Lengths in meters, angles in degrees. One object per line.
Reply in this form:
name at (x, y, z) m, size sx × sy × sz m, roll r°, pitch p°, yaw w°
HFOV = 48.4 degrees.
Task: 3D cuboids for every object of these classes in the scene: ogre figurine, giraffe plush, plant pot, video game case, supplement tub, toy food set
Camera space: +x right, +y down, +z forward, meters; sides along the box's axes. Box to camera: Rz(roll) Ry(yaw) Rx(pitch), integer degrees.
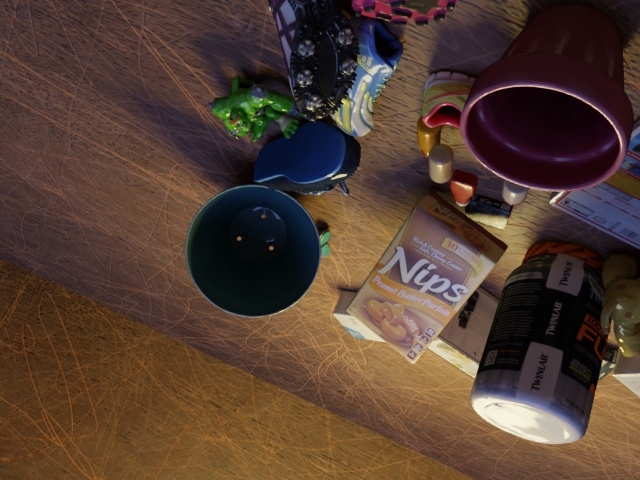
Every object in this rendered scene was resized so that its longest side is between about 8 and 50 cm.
ogre figurine at (-0.121, -0.237, 1.298) m, size 0.118 × 0.097 × 0.197 m, roll 25°, pitch 176°, yaw -43°
giraffe plush at (0.583, 0.093, 1.224) m, size 0.170 × 0.181 × 0.210 m, roll -14°, pitch 153°, yaw 36°
plant pot at (-0.147, 0.005, 1.607) m, size 0.290 × 0.290 × 0.195 m, roll 29°, pitch -170°, yaw -8°
video game case at (0.516, -0.082, 1.104) m, size 0.204 × 0.025 × 0.285 m, roll 27°, pitch 154°, yaw -2°
plant pot at (0.301, -0.192, 0.908) m, size 0.201 × 0.180 × 0.201 m, roll 20°, pitch 154°, yaw 11°
supplement tub at (0.420, 0.184, 1.322) m, size 0.207 × 0.338 × 0.207 m, roll 19°, pitch 153°, yaw 10°
toy food set at (0.261, -0.117, 1.169) m, size 0.232 × 0.111 × 0.104 m, roll 17°, pitch 165°, yaw 14°

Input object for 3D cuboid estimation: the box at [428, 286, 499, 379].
box at (0.350, 0.207, 1.625) m, size 0.290 × 0.169 × 0.087 m, roll 33°, pitch 155°, yaw -20°

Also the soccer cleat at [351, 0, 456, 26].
soccer cleat at (0.137, -0.353, 0.857) m, size 0.116 × 0.143 × 0.331 m, roll 5°, pitch -177°, yaw -21°

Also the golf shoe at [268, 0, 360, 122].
golf shoe at (-0.017, -0.306, 0.995) m, size 0.120 × 0.105 × 0.273 m, roll 44°, pitch 146°, yaw 53°

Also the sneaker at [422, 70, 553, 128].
sneaker at (0.246, -0.192, 1.055) m, size 0.208 × 0.094 × 0.081 m, roll 8°, pitch 148°, yaw 29°

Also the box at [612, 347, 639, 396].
box at (0.665, 0.194, 1.309) m, size 0.119 × 0.181 × 0.182 m, roll 37°, pitch 152°, yaw -21°

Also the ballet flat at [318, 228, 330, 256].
ballet flat at (0.000, 0.000, 1.689) m, size 0.041 × 0.041 × 0.114 m, roll 19°, pitch 152°, yaw 12°

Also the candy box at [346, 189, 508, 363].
candy box at (0.202, 0.078, 1.413) m, size 0.183 × 0.087 × 0.316 m, roll 37°, pitch 129°, yaw 9°

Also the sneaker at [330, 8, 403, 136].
sneaker at (0.071, -0.249, 1.104) m, size 0.126 × 0.091 × 0.240 m, roll 9°, pitch 149°, yaw 28°

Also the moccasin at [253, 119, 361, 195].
moccasin at (-0.008, -0.151, 1.338) m, size 0.116 × 0.138 × 0.342 m, roll 18°, pitch 177°, yaw -28°

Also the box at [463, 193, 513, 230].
box at (0.314, -0.054, 1.337) m, size 0.083 × 0.018 × 0.067 m, roll 18°, pitch 153°, yaw 13°

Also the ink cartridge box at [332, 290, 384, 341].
ink cartridge box at (0.165, 0.207, 1.880) m, size 0.231 × 0.078 × 0.134 m, roll 4°, pitch 148°, yaw 36°

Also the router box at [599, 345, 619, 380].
router box at (0.629, 0.276, 1.652) m, size 0.092 × 0.038 × 0.122 m, roll 20°, pitch 153°, yaw 9°
